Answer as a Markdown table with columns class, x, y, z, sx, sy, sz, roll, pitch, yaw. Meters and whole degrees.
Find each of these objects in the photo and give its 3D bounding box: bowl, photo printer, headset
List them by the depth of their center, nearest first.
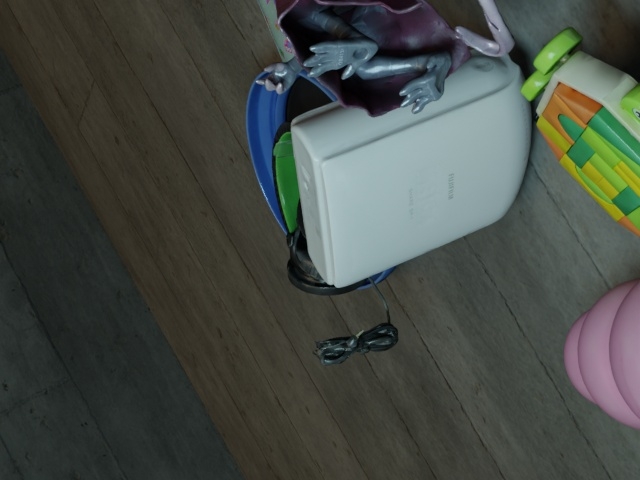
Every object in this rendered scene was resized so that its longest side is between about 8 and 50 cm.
| class | x | y | z | sx | sy | sz | roll | pitch | yaw |
| --- | --- | --- | --- | --- | --- | --- | --- | --- | --- |
| photo printer | 0.124 | -0.094 | 1.423 | 0.107 | 0.307 | 0.256 | 56 | 162 | 38 |
| headset | 0.000 | 0.000 | 1.700 | 0.394 | 0.185 | 0.243 | 62 | 156 | 27 |
| bowl | 0.018 | -0.110 | 1.857 | 0.391 | 0.077 | 0.391 | 41 | 146 | 36 |

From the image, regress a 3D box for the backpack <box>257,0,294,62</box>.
| class | x | y | z | sx | sy | sz | roll | pitch | yaw |
| --- | --- | --- | --- | --- | --- | --- | --- | --- | --- |
| backpack | 0.005 | -0.324 | 1.609 | 0.188 | 0.144 | 0.166 | 0 | 114 | 59 |

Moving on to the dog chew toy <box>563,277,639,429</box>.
| class | x | y | z | sx | sy | sz | roll | pitch | yaw |
| --- | --- | --- | --- | --- | --- | --- | --- | --- | --- |
| dog chew toy | 0.389 | 0.129 | 1.293 | 0.207 | 0.206 | 0.332 | 63 | 162 | -1 |

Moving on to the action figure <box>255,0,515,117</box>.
| class | x | y | z | sx | sy | sz | roll | pitch | yaw |
| --- | --- | --- | --- | --- | --- | --- | --- | --- | --- |
| action figure | 0.006 | -0.311 | 1.305 | 0.248 | 0.275 | 0.370 | 56 | -175 | -45 |

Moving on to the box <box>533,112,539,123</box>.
| class | x | y | z | sx | sy | sz | roll | pitch | yaw |
| --- | --- | --- | --- | --- | --- | --- | --- | --- | --- |
| box | 0.299 | -0.154 | 1.382 | 0.067 | 0.018 | 0.083 | 52 | 151 | 21 |

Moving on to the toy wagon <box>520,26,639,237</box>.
| class | x | y | z | sx | sy | sz | roll | pitch | yaw |
| --- | --- | --- | --- | --- | --- | --- | --- | --- | --- |
| toy wagon | 0.324 | -0.102 | 1.182 | 0.267 | 0.068 | 0.344 | 47 | 178 | 8 |
